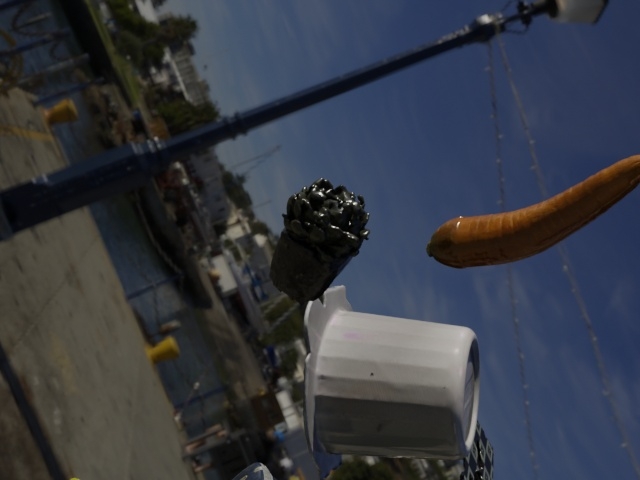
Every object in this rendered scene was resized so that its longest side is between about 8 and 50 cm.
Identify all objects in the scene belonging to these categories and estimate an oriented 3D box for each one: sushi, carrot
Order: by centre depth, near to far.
[{"bbox_3d":[0.232,-0.019,0.873,0.062,0.271,0.066,30,53,-43],"label":"carrot"},{"bbox_3d":[0.254,0.392,1.378,0.139,0.031,0.201,60,28,-30],"label":"sushi"}]

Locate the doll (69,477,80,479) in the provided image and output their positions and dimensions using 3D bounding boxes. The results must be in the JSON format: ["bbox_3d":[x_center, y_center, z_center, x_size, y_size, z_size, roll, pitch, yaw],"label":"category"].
[{"bbox_3d":[-0.299,0.328,0.890,0.062,0.106,0.162,39,-60,20],"label":"doll"}]

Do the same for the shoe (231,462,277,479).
[{"bbox_3d":[-0.063,0.390,1.067,0.106,0.092,0.207,45,14,-29],"label":"shoe"}]

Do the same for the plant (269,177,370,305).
[{"bbox_3d":[0.000,0.000,0.880,0.094,0.092,0.143,39,-51,18],"label":"plant"}]

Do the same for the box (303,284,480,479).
[{"bbox_3d":[0.107,0.183,1.127,0.262,0.207,0.291,-71,156,-44],"label":"box"}]
